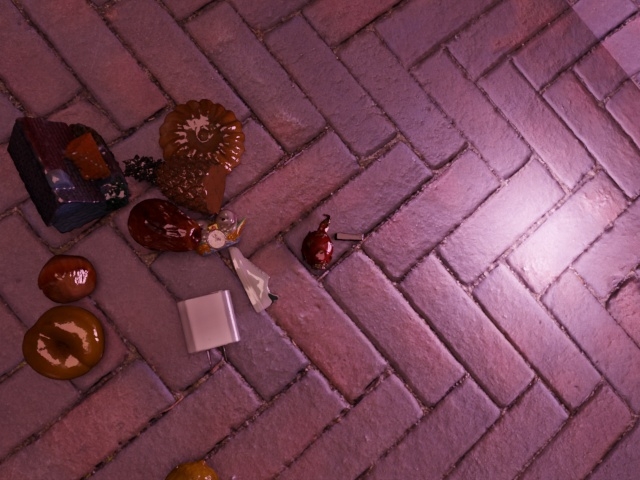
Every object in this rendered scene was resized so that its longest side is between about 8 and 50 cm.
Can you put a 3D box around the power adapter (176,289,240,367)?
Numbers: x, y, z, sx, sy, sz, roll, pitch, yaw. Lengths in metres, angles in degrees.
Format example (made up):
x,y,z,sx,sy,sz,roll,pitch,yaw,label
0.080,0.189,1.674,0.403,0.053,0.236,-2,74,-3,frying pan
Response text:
x,y,z,sx,sy,sz,roll,pitch,yaw,label
-0.386,0.316,1.757,0.187,0.124,0.255,-14,85,-11,power adapter

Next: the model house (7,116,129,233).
x,y,z,sx,sy,sz,roll,pitch,yaw,label
-0.855,-0.256,1.647,0.298,0.339,0.359,-26,87,-12,model house

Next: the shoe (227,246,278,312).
x,y,z,sx,sy,sz,roll,pitch,yaw,label
-0.247,0.130,1.830,0.110,0.095,0.264,-24,95,-13,shoe

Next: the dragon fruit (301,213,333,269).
x,y,z,sx,sy,sz,roll,pitch,yaw,label
0.000,0.000,1.889,0.125,0.125,0.245,15,64,5,dragon fruit

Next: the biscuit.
x,y,z,sx,sy,sz,roll,pitch,yaw,label
-0.440,-0.385,1.869,0.326,0.107,0.325,2,77,-11,biscuit

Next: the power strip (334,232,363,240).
x,y,z,sx,sy,sz,roll,pitch,yaw,label
0.110,-0.013,1.946,0.111,0.038,0.029,4,82,-9,power strip

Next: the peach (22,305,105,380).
x,y,z,sx,sy,sz,roll,pitch,yaw,label
-0.845,0.341,1.654,0.252,0.153,0.250,1,81,-3,peach

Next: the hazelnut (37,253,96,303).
x,y,z,sx,sy,sz,roll,pitch,yaw,label
-0.857,0.122,1.675,0.182,0.182,0.181,2,81,-11,hazelnut

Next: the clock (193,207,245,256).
x,y,z,sx,sy,sz,roll,pitch,yaw,label
-0.383,-0.034,1.822,0.231,0.103,0.144,-23,95,-12,clock

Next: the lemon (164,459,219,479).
x,y,z,sx,sy,sz,roll,pitch,yaw,label
-0.430,0.837,1.631,0.192,0.192,0.231,27,74,-6,lemon

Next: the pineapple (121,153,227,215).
x,y,z,sx,sy,sz,roll,pitch,yaw,label
-0.514,-0.216,1.744,0.362,0.202,0.201,14,78,12,pineapple

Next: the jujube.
x,y,z,sx,sy,sz,roll,pitch,yaw,label
-0.541,-0.047,1.734,0.256,0.190,0.189,15,78,17,jujube
